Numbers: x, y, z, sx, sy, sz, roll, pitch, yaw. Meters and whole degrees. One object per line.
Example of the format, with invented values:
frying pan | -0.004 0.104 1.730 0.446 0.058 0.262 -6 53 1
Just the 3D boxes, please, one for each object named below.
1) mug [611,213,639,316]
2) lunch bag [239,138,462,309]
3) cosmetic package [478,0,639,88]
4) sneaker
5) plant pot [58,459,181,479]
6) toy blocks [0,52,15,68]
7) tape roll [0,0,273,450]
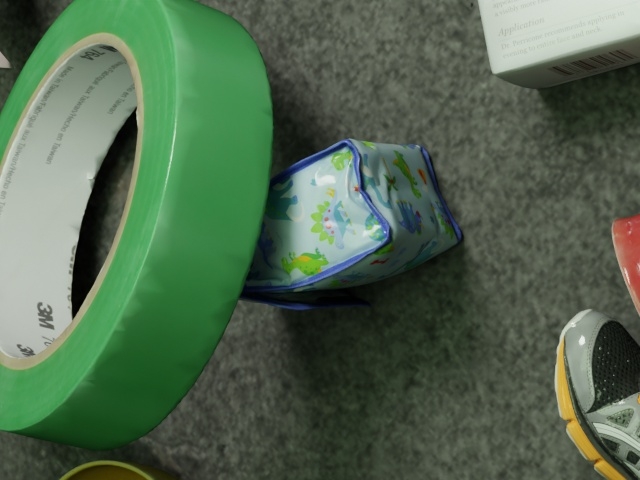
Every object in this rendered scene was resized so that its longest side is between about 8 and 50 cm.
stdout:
mug | 0.284 0.020 0.941 0.169 0.113 0.150 -27 93 20
lunch bag | 0.000 0.000 1.067 0.151 0.129 0.096 -25 78 24
cosmetic package | 0.154 -0.224 1.015 0.117 0.085 0.231 -12 82 26
sneaker | 0.224 0.132 0.969 0.083 0.084 0.215 -37 83 45
plant pot | -0.128 0.223 1.150 0.134 0.095 0.134 0 89 27
toy blocks | -0.335 -0.268 1.108 0.309 0.288 0.260 -13 77 47
tape roll | -0.152 -0.019 1.086 0.321 0.077 0.321 -29 52 47
